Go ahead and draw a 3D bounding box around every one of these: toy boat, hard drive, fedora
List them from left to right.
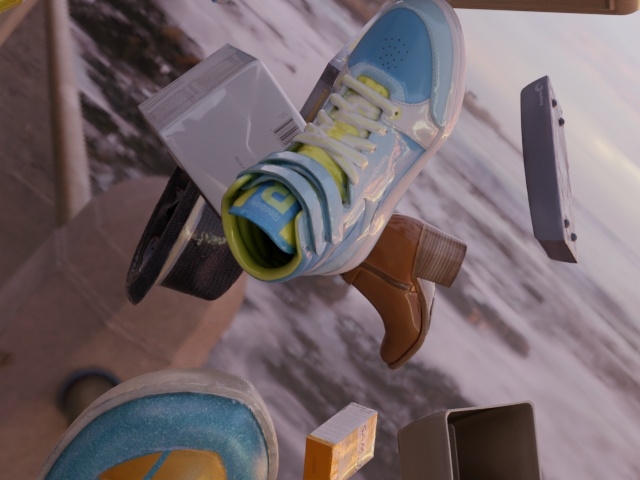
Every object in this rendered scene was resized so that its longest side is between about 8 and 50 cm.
[{"bbox_3d":[-0.171,-0.028,1.721,0.152,0.334,0.334,26,15,-15],"label":"fedora"},{"bbox_3d":[-0.096,0.260,1.007,0.318,0.267,0.148,34,26,-16],"label":"toy boat"},{"bbox_3d":[0.345,-0.102,1.660,0.172,0.054,0.254,35,50,-66],"label":"hard drive"}]

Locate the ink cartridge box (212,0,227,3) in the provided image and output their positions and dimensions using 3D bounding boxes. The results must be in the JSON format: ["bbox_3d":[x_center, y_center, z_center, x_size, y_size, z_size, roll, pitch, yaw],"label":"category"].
[{"bbox_3d":[-0.153,-0.433,1.664,0.122,0.088,0.052,59,17,1],"label":"ink cartridge box"}]

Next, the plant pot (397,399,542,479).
[{"bbox_3d":[0.131,0.208,1.022,0.109,0.109,0.096,0,-8,-34],"label":"plant pot"}]

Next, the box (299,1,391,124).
[{"bbox_3d":[0.050,-0.277,1.865,0.056,0.183,0.231,37,48,2],"label":"box"}]

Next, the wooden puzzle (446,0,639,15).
[{"bbox_3d":[0.185,-0.274,1.034,0.239,0.044,0.221,2,-14,18],"label":"wooden puzzle"}]

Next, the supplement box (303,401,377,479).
[{"bbox_3d":[0.023,0.228,1.215,0.036,0.062,0.098,16,24,28],"label":"supplement box"}]

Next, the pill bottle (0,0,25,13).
[{"bbox_3d":[-0.460,-0.360,1.575,0.065,0.116,0.065,31,-39,30],"label":"pill bottle"}]

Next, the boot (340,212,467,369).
[{"bbox_3d":[0.081,0.068,1.729,0.220,0.283,0.109,20,43,-1],"label":"boot"}]

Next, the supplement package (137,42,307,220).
[{"bbox_3d":[-0.101,-0.117,1.362,0.194,0.149,0.203,55,-4,-22],"label":"supplement package"}]

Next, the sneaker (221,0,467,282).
[{"bbox_3d":[0.018,-0.087,1.046,0.127,0.319,0.208,32,24,21],"label":"sneaker"}]
